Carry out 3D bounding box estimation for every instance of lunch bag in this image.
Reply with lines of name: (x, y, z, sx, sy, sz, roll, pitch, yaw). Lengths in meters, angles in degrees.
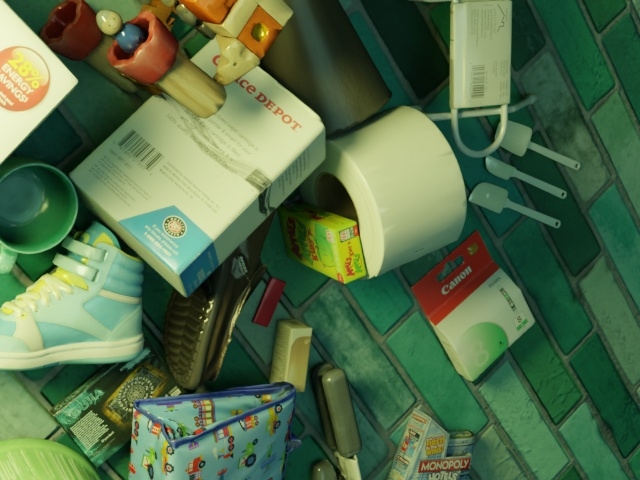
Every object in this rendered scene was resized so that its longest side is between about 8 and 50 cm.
lunch bag: (-0.152, 0.355, 1.872, 0.293, 0.138, 0.221, -9, 118, -35)

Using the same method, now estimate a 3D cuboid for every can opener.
can opener: (0.020, 0.358, 2.028, 0.095, 0.076, 0.283, -23, 113, -26)

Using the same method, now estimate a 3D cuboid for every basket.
basket: (-0.017, -0.290, 1.794, 0.204, 0.154, 0.227, -32, 114, -19)

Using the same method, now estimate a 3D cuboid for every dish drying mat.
dish drying mat: (-0.086, 0.103, 1.934, 0.032, 0.008, 0.083, 22, 91, -33)

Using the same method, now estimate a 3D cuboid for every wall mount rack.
wall mount rack: (0.288, -0.329, 1.991, 0.304, 0.130, 0.350, -9, 107, -26)

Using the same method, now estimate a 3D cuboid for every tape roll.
tape roll: (0.095, -0.078, 1.858, 0.169, 0.246, 0.246, -23, 114, -25)

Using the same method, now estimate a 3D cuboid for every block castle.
block castle: (-0.173, -0.411, 1.571, 0.213, 0.303, 0.453, 37, 82, -40)

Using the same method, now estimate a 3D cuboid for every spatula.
spatula: (0.395, -0.119, 2.171, 0.242, 0.019, 0.168, 18, 92, -34)

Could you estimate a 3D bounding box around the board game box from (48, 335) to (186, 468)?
board game box: (-0.318, 0.253, 1.817, 0.186, 0.026, 0.126, -40, 120, -17)

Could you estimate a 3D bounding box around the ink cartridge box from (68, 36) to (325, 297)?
ink cartridge box: (-0.173, -0.109, 1.686, 0.307, 0.223, 0.129, -46, 166, -14)

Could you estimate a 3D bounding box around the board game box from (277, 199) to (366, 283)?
board game box: (0.000, 0.000, 1.855, 0.043, 0.181, 0.092, -22, 113, -26)

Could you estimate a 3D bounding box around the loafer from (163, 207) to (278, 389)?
loafer: (-0.140, 0.063, 1.813, 0.130, 0.134, 0.366, 14, 95, -35)

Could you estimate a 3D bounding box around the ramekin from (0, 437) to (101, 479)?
ramekin: (-0.439, 0.462, 1.711, 0.303, 0.148, 0.303, -7, 105, -27)

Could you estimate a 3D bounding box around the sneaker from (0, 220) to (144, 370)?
sneaker: (-0.395, 0.073, 1.666, 0.319, 0.127, 0.208, 0, 105, -42)

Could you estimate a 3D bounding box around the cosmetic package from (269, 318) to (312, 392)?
cosmetic package: (-0.050, 0.195, 1.950, 0.041, 0.060, 0.115, 0, 104, -31)

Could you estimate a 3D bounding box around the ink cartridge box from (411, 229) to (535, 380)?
ink cartridge box: (0.290, 0.122, 2.149, 0.181, 0.056, 0.224, -40, 122, -18)

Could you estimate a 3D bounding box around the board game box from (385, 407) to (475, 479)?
board game box: (0.214, 0.415, 2.173, 0.194, 0.060, 0.194, 4, 101, -33)

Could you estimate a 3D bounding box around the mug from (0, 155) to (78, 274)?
mug: (-0.431, -0.046, 1.624, 0.158, 0.097, 0.129, -37, 120, -18)

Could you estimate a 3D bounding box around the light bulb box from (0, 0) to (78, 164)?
light bulb box: (-0.532, -0.248, 1.349, 0.225, 0.361, 0.358, -49, 122, -12)
